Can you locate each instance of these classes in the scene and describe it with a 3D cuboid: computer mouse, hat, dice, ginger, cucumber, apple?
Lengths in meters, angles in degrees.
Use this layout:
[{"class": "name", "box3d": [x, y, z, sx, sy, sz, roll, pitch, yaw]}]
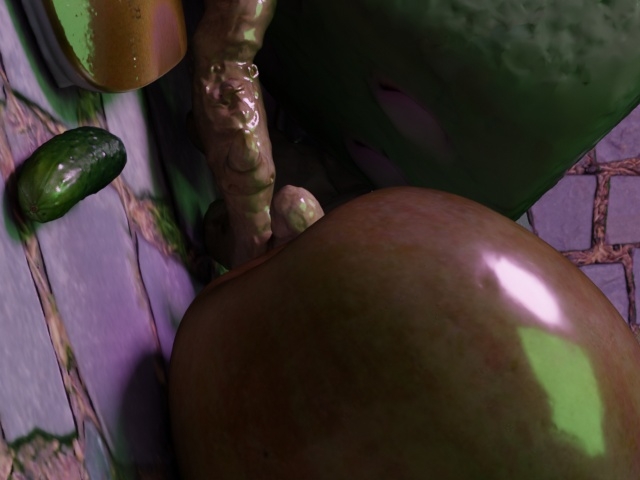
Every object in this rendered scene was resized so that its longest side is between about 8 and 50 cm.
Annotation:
[{"class": "computer mouse", "box3d": [-0.120, -0.157, 1.115, 0.245, 0.056, 0.126, -68, 141, -74]}, {"class": "hat", "box3d": [-0.005, 0.005, 1.382, 0.122, 0.081, 0.166, 57, 29, -45]}, {"class": "dice", "box3d": [0.116, -0.211, 1.363, 0.322, 0.318, 0.330, 45, -14, 5]}, {"class": "ginger", "box3d": [-0.056, -0.080, 1.210, 0.149, 0.065, 0.259, 120, -41, -55]}, {"class": "cucumber", "box3d": [-0.123, -0.039, 0.973, 0.155, 0.037, 0.037, -56, 128, -76]}, {"class": "apple", "box3d": [0.047, 0.094, 1.037, 0.234, 0.257, 0.257, 60, 11, 3]}]

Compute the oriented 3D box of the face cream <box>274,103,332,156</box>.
[{"class": "face cream", "box3d": [0.022, -0.172, 1.672, 0.349, 0.105, 0.105, -85, 155, -62]}]
